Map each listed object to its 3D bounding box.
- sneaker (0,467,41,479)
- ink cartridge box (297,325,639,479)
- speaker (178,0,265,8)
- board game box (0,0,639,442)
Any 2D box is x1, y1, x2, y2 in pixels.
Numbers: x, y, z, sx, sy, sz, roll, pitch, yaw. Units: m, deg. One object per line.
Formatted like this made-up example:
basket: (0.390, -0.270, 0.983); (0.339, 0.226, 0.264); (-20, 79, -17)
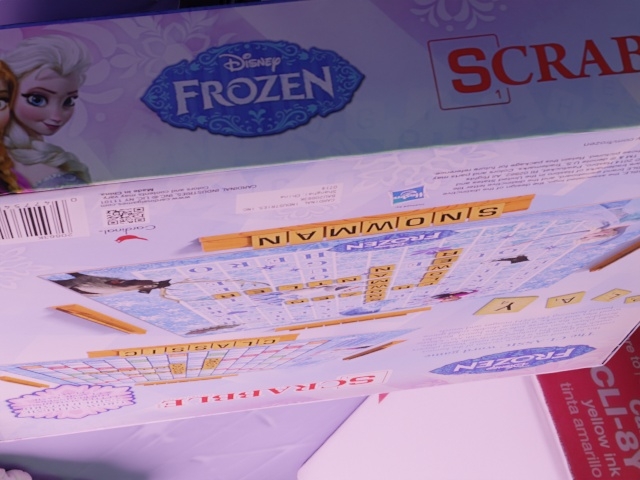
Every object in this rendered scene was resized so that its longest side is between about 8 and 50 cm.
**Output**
sneaker: (-0.184, 0.184, 0.943); (0.170, 0.071, 0.068); (16, 137, -45)
ink cartridge box: (0.224, 0.154, 1.025); (0.385, 0.160, 0.279); (1, 145, -30)
speaker: (0.012, -0.080, 0.608); (0.136, 0.055, 0.055); (8, 142, -40)
board game box: (0.000, 0.000, 0.644); (0.319, 0.065, 0.318); (-6, 160, -8)
